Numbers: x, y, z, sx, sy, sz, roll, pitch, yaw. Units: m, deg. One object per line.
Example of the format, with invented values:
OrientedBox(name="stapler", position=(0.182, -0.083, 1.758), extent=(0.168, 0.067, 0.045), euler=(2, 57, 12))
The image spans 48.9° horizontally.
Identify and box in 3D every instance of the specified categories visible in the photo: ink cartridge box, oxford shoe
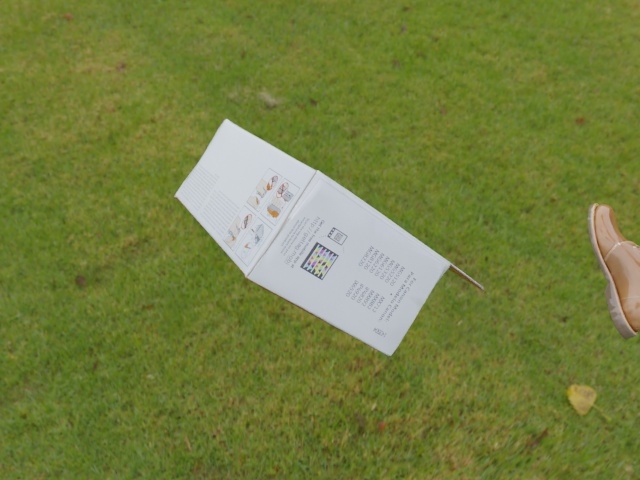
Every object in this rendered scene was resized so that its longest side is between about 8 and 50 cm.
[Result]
OrientedBox(name="ink cartridge box", position=(0.000, 0.000, 0.857), extent=(0.130, 0.272, 0.309), euler=(-57, 30, 2))
OrientedBox(name="oxford shoe", position=(0.430, 0.031, 0.982), extent=(0.076, 0.076, 0.212), euler=(29, 44, -41))
